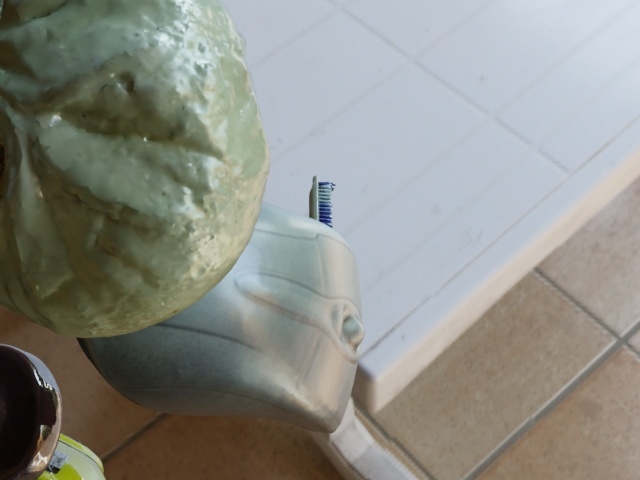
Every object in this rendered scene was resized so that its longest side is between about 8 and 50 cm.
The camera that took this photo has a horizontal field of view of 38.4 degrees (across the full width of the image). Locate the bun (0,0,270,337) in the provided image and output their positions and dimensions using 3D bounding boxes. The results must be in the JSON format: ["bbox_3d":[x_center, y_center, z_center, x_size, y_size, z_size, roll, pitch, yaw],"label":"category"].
[{"bbox_3d":[-0.120,-0.050,0.451,0.195,0.118,0.196,0,91,30],"label":"bun"}]

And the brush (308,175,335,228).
[{"bbox_3d":[-0.001,0.000,1.027,0.030,0.033,0.179,13,46,-13],"label":"brush"}]

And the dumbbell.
[{"bbox_3d":[-0.312,0.125,0.692,0.140,0.225,0.124,-31,62,9],"label":"dumbbell"}]

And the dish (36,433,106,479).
[{"bbox_3d":[-0.323,0.274,1.019,0.262,0.221,0.108,19,37,9],"label":"dish"}]

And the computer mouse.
[{"bbox_3d":[-0.044,0.061,0.772,0.121,0.371,0.188,-1,74,33],"label":"computer mouse"}]
